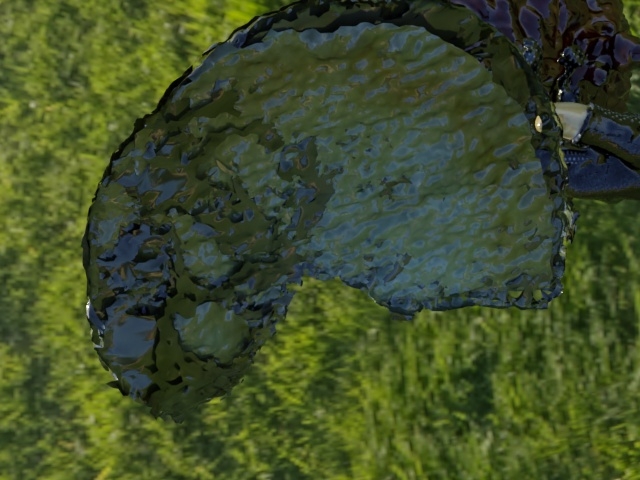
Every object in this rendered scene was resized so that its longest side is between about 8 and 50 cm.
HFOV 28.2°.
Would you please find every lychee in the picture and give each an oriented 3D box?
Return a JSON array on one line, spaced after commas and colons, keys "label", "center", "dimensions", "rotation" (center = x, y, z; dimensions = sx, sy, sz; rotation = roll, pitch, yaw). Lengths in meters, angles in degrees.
[{"label": "lychee", "center": [0.189, -0.206, 1.547], "dimensions": [0.500, 0.424, 0.425], "rotation": [-9, 82, 44]}]

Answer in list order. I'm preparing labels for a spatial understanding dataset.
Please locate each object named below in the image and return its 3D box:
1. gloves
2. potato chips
[{"label": "gloves", "center": [0.193, -0.089, 1.031], "dimensions": [0.180, 0.129, 0.106], "rotation": [14, 128, -5]}, {"label": "potato chips", "center": [-0.001, -0.003, 0.529], "dimensions": [0.220, 0.202, 0.029], "rotation": [-33, 40, 9]}]
